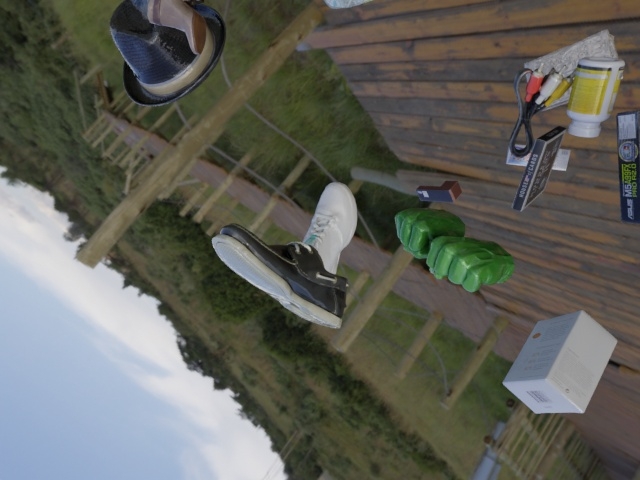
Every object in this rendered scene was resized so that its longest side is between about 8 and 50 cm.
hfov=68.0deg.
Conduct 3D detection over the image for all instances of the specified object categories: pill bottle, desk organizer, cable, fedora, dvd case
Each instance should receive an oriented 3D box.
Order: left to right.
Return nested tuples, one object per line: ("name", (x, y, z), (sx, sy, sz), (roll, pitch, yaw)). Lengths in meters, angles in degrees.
("fedora", (-0.387, -0.481, 1.116), (0.334, 0.334, 0.152), (30, 173, 34))
("desk organizer", (0.361, -0.151, 1.450), (0.130, 0.050, 0.047), (11, 141, 52))
("cable", (0.576, -0.355, 1.312), (0.140, 0.072, 0.287), (12, 128, -2))
("dvd case", (0.559, -0.187, 1.207), (0.030, 0.239, 0.179), (24, 121, 28))
("pill bottle", (0.683, -0.359, 1.193), (0.103, 0.103, 0.184), (28, 129, 41))

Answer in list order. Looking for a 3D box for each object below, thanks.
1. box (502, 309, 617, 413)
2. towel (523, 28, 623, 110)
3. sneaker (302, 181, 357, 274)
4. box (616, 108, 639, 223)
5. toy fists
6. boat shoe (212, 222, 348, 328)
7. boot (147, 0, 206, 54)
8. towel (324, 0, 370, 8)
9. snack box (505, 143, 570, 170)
("box", (0.458, 0.234, 0.912), (0.091, 0.170, 0.130), (42, 156, 3))
("towel", (0.855, -0.573, 1.619), (0.282, 0.187, 0.049), (-14, 174, 36))
("sneaker", (0.000, 0.000, 0.838), (0.080, 0.212, 0.094), (20, -168, 32))
("box", (0.831, -0.192, 1.158), (0.060, 0.216, 0.270), (-160, 58, -68))
("toy fists", (0.259, 0.012, 0.994), (0.142, 0.096, 0.279), (4, -152, -31))
("boat shoe", (-0.040, 0.035, 0.586), (0.084, 0.079, 0.233), (11, 160, 42))
("boot", (-0.224, -0.344, 0.734), (0.087, 0.118, 0.042), (1, 176, 11))
("towel", (0.115, -0.721, 1.151), (0.375, 0.090, 0.320), (0, 163, 28))
("snack box", (0.675, -0.260, 1.477), (0.178, 0.064, 0.022), (9, -164, 9))
